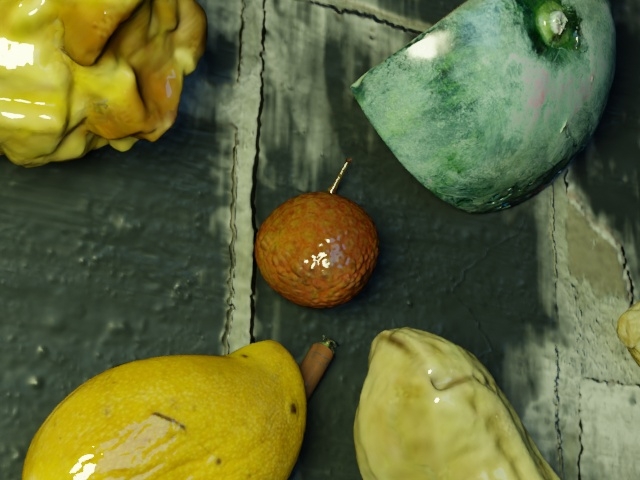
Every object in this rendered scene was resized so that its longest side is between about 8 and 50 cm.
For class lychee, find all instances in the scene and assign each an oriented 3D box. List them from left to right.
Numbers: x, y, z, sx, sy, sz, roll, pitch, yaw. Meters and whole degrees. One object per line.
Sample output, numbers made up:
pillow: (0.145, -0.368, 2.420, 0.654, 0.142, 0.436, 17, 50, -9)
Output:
lychee: (0.002, 0.005, 1.348, 0.114, 0.140, 0.101, -32, 94, 5)

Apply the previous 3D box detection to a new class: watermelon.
watermelon: (0.198, -0.150, 1.458, 0.322, 0.175, 0.188, -37, 91, -32)

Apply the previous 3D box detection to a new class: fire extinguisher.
fire extinguisher: (-0.008, 0.114, 1.344, 0.083, 0.022, 0.028, -58, 141, -31)

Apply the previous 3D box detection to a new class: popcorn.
popcorn: (-0.237, -0.202, 1.198, 0.332, 0.265, 0.225, 42, 61, 12)

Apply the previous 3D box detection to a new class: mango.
mango: (-0.107, 0.160, 1.219, 0.262, 0.109, 0.157, -25, 88, -31)

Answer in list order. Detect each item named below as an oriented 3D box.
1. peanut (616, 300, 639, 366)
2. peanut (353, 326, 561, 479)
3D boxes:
peanut: (0.380, 0.109, 1.517, 0.207, 0.087, 0.087, 20, 64, -22)
peanut: (0.129, 0.228, 1.297, 0.340, 0.158, 0.174, 59, 18, 5)
